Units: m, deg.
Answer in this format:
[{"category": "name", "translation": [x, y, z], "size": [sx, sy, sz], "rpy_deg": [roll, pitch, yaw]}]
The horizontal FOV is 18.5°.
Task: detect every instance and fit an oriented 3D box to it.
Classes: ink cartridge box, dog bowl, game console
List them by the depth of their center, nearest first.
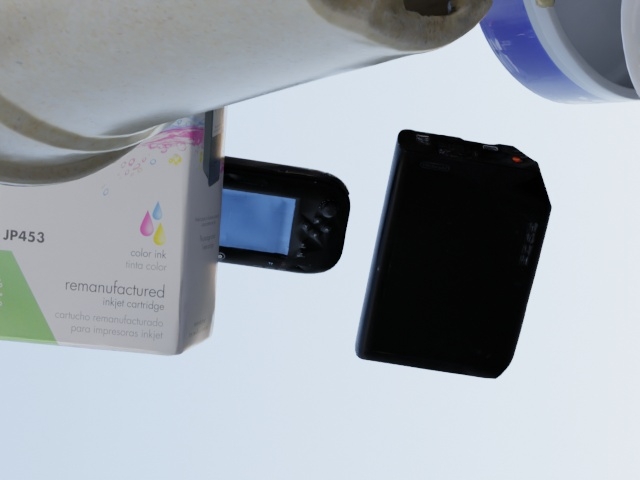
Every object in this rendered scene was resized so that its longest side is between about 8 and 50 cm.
[{"category": "ink cartridge box", "translation": [-0.180, -0.100, 1.491], "size": [0.119, 0.207, 0.354], "rpy_deg": [-15, -71, -79]}, {"category": "game console", "translation": [0.000, 0.000, 1.620], "size": [0.044, 0.361, 0.213], "rpy_deg": [-84, 3, -57]}, {"category": "dog bowl", "translation": [0.272, -0.264, 1.899], "size": [0.264, 0.104, 0.265], "rpy_deg": [1, -92, -36]}]

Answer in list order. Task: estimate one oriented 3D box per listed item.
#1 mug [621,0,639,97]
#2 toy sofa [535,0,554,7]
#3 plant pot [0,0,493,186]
[{"category": "mug", "translation": [0.275, -0.230, 1.123], "size": [0.276, 0.328, 0.374], "rpy_deg": [10, -85, -34]}, {"category": "toy sofa", "translation": [0.033, -0.294, 1.714], "size": [0.150, 0.362, 0.177], "rpy_deg": [-58, -33, -73]}, {"category": "plant pot", "translation": [-0.068, -0.204, 1.095], "size": [0.333, 0.305, 0.334], "rpy_deg": [4, -95, -51]}]
